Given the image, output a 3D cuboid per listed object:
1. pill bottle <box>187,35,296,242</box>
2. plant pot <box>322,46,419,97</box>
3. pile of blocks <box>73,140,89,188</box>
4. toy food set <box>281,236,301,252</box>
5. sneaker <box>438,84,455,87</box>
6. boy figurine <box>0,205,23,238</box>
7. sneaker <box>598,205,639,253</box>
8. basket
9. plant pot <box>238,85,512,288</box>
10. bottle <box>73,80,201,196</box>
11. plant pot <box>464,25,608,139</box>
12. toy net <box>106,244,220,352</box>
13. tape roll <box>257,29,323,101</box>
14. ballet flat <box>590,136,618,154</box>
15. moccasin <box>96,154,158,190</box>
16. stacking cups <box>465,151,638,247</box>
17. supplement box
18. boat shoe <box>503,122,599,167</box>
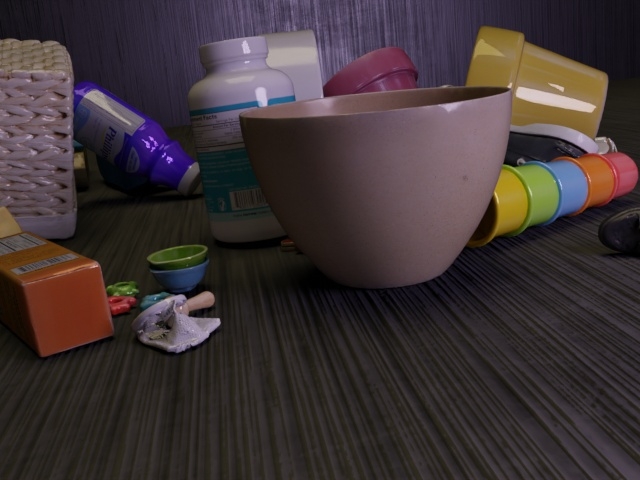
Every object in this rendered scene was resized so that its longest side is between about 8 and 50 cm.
[{"bbox_3d":[-0.098,-0.138,1.080,0.146,0.263,0.146,-8,10,1],"label":"pill bottle"},{"bbox_3d":[0.120,-0.235,1.505,0.201,0.180,0.201,-27,-13,-7],"label":"plant pot"},{"bbox_3d":[-0.597,-0.203,1.813,0.113,0.148,0.362,-9,14,-15],"label":"pile of blocks"},{"bbox_3d":[0.000,0.000,1.006,0.122,0.019,0.078,1,15,25],"label":"toy food set"},{"bbox_3d":[0.192,-0.172,1.367,0.217,0.079,0.121,-50,27,-2],"label":"sneaker"},{"bbox_3d":[-0.509,0.026,0.964,0.285,0.092,0.177,-13,12,-16],"label":"boy figurine"},{"bbox_3d":[0.378,-0.005,0.808,0.170,0.051,0.089,0,10,10],"label":"sneaker"},{"bbox_3d":[-0.557,-0.171,1.256,0.329,0.266,0.331,0,23,-18],"label":"basket"},{"bbox_3d":[0.065,-0.057,0.855,0.284,0.190,0.284,-6,14,1],"label":"plant pot"},{"bbox_3d":[-0.350,-0.183,1.483,0.283,0.118,0.092,33,47,2],"label":"bottle"},{"bbox_3d":[0.381,-0.244,1.443,0.239,0.253,0.254,14,17,10],"label":"plant pot"},{"bbox_3d":[-0.165,0.055,0.793,0.122,0.045,0.232,-8,14,-10],"label":"toy net"},{"bbox_3d":[-0.049,-0.225,1.404,0.100,0.286,0.286,-7,14,-3],"label":"tape roll"},{"bbox_3d":[0.443,-0.126,1.244,0.074,0.074,0.203,0,14,23],"label":"ballet flat"},{"bbox_3d":[-0.399,-0.170,1.701,0.117,0.137,0.342,-8,27,-28],"label":"moccasin"},{"bbox_3d":[0.291,-0.066,1.025,0.316,0.095,0.096,-14,16,-38],"label":"stacking cups"},{"bbox_3d":[-0.292,0.048,0.810,0.080,0.078,0.233,-17,17,-30],"label":"supplement box"},{"bbox_3d":[0.292,-0.127,1.243,0.114,0.091,0.302,32,-8,-23],"label":"boat shoe"}]
